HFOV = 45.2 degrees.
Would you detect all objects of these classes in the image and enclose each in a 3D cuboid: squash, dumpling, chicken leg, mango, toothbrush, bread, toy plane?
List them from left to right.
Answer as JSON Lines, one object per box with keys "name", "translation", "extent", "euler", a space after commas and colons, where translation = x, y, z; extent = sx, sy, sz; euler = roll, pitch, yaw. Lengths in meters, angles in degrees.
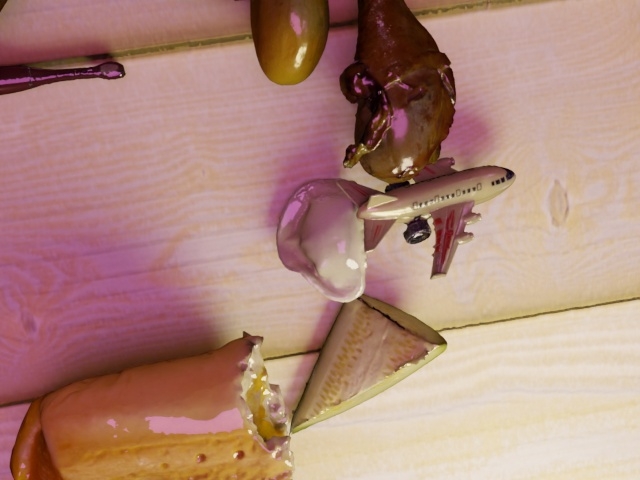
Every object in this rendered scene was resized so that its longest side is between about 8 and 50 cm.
{"name": "toothbrush", "translation": [-0.446, -0.212, 1.029], "extent": [0.364, 0.041, 0.040], "euler": [-7, 105, -5]}
{"name": "bread", "translation": [-0.228, 0.320, 1.091], "extent": [0.395, 0.250, 0.360], "euler": [-10, 103, 0]}
{"name": "mango", "translation": [-0.043, -0.322, 1.000], "extent": [0.091, 0.137, 0.237], "euler": [1, 83, -25]}
{"name": "dumpling", "translation": [0.000, 0.002, 1.108], "extent": [0.134, 0.100, 0.169], "euler": [-6, 104, 7]}
{"name": "squash", "translation": [0.075, 0.226, 1.167], "extent": [0.169, 0.093, 0.252], "euler": [30, 102, 32]}
{"name": "chicken leg", "translation": [0.104, -0.252, 1.023], "extent": [0.140, 0.212, 0.360], "euler": [-7, 78, 28]}
{"name": "toy plane", "translation": [0.159, -0.060, 1.086], "extent": [0.256, 0.104, 0.241], "euler": [-9, 63, -25]}

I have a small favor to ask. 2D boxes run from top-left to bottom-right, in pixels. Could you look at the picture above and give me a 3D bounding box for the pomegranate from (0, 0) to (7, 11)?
{"name": "pomegranate", "translation": [-0.505, -0.366, 0.868], "extent": [0.291, 0.291, 0.323], "euler": [-32, 97, 2]}
